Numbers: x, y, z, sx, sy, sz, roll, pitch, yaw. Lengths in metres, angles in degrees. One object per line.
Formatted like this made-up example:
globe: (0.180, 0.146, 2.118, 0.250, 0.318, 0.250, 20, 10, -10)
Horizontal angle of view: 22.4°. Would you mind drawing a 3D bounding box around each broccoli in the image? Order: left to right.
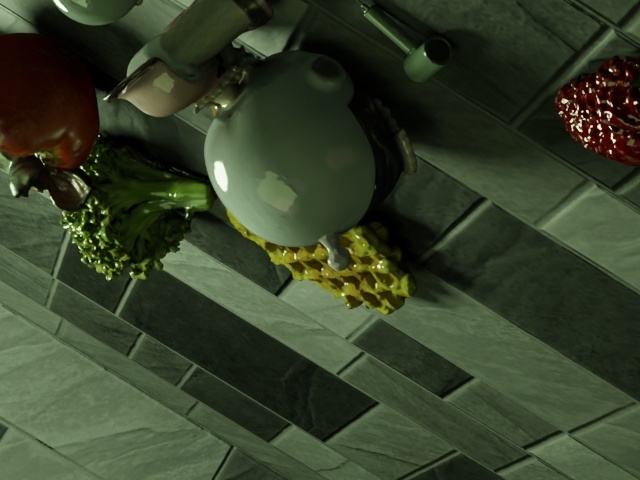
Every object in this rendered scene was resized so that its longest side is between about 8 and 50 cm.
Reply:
broccoli: (-0.305, -0.036, 2.543, 0.273, 0.180, 0.242, 15, 153, 33)

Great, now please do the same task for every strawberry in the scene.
strawberry: (0.331, -0.109, 1.702, 0.167, 0.087, 0.208, 32, 160, -9)

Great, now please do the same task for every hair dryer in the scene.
hair dryer: (0.090, -0.234, 1.819, 0.124, 0.038, 0.063, 41, 155, -7)

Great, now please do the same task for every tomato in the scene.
tomato: (-0.407, -0.215, 2.312, 0.233, 0.139, 0.200, 10, -140, -55)

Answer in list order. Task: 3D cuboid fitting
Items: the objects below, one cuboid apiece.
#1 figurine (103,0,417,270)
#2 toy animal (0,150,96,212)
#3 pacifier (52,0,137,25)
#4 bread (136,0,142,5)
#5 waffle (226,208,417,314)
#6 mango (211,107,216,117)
figurine: (-0.078, -0.136, 1.989, 0.361, 0.211, 0.253, 38, 154, -16)
toy animal: (-0.488, -0.173, 2.405, 0.343, 0.106, 0.168, 51, -158, 11)
pacifier: (-0.182, -0.337, 1.620, 0.343, 0.269, 0.288, 24, 158, 9)
bread: (-0.271, -0.355, 2.018, 0.068, 0.028, 0.153, 22, 155, 26)
waffle: (0.000, 0.000, 2.389, 0.325, 0.068, 0.302, 20, 157, 19)
mango: (-0.080, -0.150, 2.143, 0.159, 0.084, 0.105, 34, 152, -10)
